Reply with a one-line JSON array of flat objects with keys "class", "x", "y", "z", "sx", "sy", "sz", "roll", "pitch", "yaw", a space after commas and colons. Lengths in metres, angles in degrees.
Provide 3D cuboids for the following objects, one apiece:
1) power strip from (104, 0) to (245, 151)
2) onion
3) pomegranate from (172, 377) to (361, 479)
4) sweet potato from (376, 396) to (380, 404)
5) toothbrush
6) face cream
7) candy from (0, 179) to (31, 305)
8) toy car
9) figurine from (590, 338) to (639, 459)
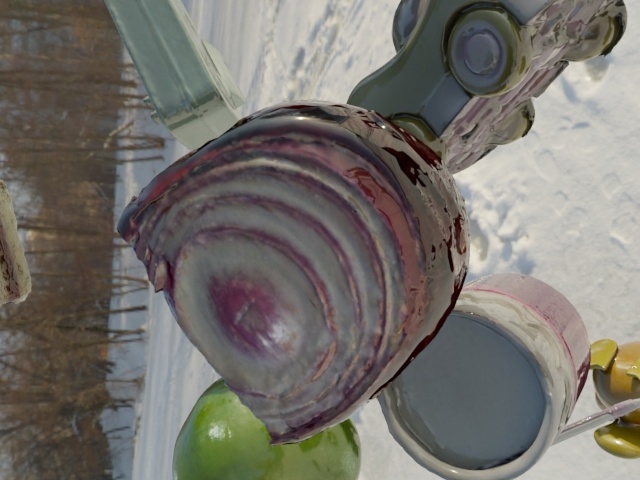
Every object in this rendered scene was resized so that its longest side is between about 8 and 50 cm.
[{"class": "power strip", "x": -0.204, "y": -0.226, "z": 0.825, "sx": 0.229, "sy": 0.141, "sz": 0.261, "roll": 64, "pitch": -178, "yaw": 5}, {"class": "onion", "x": 0.007, "y": -0.002, "z": 0.453, "sx": 0.207, "sy": 0.216, "sz": 0.206, "roll": -36, "pitch": 0, "yaw": 20}, {"class": "pomegranate", "x": -0.066, "y": 0.292, "z": 0.726, "sx": 0.302, "sy": 0.236, "sz": 0.236, "roll": -93, "pitch": 16, "yaw": -61}, {"class": "sweet potato", "x": 0.093, "y": 0.182, "z": 0.823, "sx": 0.060, "sy": 0.068, "sz": 0.206, "roll": -65, "pitch": 34, "yaw": 33}, {"class": "toothbrush", "x": 0.475, "y": 0.277, "z": 0.989, "sx": 0.029, "sy": 0.354, "sz": 0.024, "roll": -118, "pitch": 8, "yaw": -58}, {"class": "face cream", "x": 0.172, "y": 0.131, "z": 0.619, "sx": 0.175, "sy": 0.195, "sz": 0.175, "roll": 5, "pitch": 100, "yaw": 30}, {"class": "candy", "x": -0.584, "y": 0.033, "z": 0.870, "sx": 0.135, "sy": 0.320, "sz": 0.179, "roll": -26, "pitch": -76, "yaw": -68}, {"class": "toy car", "x": 0.161, "y": -0.227, "z": 0.712, "sx": 0.226, "sy": 0.242, "sz": 0.336, "roll": 55, "pitch": 145, "yaw": 13}, {"class": "figurine", "x": 0.603, "y": 0.298, "z": 1.144, "sx": 0.215, "sy": 0.215, "sz": 0.228, "roll": -149, "pitch": 53, "yaw": -72}]
